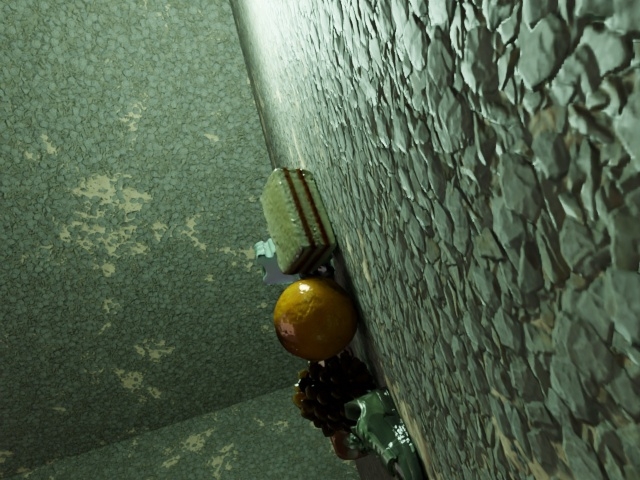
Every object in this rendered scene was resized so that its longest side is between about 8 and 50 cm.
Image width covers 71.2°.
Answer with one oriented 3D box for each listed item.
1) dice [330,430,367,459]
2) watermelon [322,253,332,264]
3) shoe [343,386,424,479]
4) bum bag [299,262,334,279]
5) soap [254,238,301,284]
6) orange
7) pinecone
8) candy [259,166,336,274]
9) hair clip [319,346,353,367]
[{"bbox_3d":[0.111,0.686,1.654,0.179,0.174,0.174,-130,26,-76],"label":"dice"},{"bbox_3d":[0.000,0.000,1.460,0.187,0.071,0.139,44,133,54],"label":"watermelon"},{"bbox_3d":[0.141,0.498,1.079,0.293,0.149,0.109,-113,11,-55],"label":"shoe"},{"bbox_3d":[-0.018,0.123,1.651,0.144,0.095,0.340,31,162,12],"label":"bum bag"},{"bbox_3d":[-0.153,0.077,2.016,0.446,0.261,0.156,-145,40,-78],"label":"soap"},{"bbox_3d":[-0.014,0.227,1.303,0.246,0.246,0.246,164,90,-83],"label":"orange"},{"bbox_3d":[0.050,0.460,1.360,0.264,0.264,0.264,164,90,-83],"label":"pinecone"},{"bbox_3d":[-0.075,-0.063,1.389,0.179,0.135,0.320,-57,45,48],"label":"candy"},{"bbox_3d":[0.061,0.465,1.719,0.102,0.138,0.123,75,168,-58],"label":"hair clip"}]
